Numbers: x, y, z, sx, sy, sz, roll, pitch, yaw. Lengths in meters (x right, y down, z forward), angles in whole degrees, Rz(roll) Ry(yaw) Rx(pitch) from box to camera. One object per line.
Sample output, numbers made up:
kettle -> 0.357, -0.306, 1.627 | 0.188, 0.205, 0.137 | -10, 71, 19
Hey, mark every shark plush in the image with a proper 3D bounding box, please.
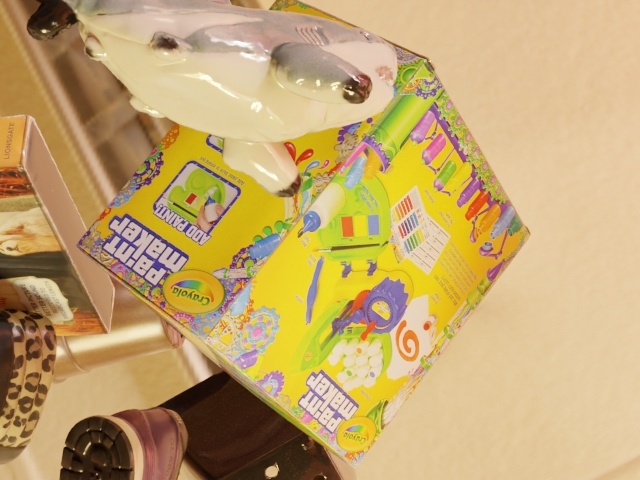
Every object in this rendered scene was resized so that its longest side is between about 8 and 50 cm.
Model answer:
shark plush -> -0.050, -0.073, 0.468 | 0.161, 0.073, 0.067 | 14, -125, -4

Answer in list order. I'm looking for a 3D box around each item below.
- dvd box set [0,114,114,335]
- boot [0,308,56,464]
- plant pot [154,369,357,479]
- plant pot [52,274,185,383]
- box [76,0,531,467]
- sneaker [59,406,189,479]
dvd box set -> -0.437, 0.003, 1.201 | 0.421, 0.307, 0.062 | -2, -123, 5
boot -> -0.424, 0.197, 1.158 | 0.138, 0.284, 0.377 | 35, -79, 31
plant pot -> -0.059, 0.256, 1.434 | 0.187, 0.167, 0.188 | -29, -65, -6
plant pot -> -0.260, 0.083, 1.560 | 0.165, 0.167, 0.167 | -9, -95, 8
box -> 0.000, 0.000, 1.100 | 0.177, 0.290, 0.279 | 31, -102, 37
sneaker -> -0.185, 0.292, 1.182 | 0.107, 0.124, 0.283 | 24, -76, 29
